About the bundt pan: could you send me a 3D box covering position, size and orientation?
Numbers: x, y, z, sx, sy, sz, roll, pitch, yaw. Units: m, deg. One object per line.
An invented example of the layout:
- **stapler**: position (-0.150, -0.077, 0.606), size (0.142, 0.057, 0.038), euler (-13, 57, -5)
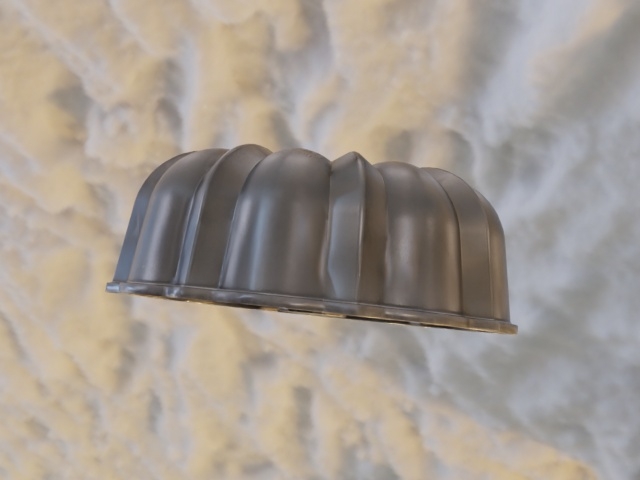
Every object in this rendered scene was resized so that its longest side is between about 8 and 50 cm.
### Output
- **bundt pan**: position (0.000, 0.000, 0.988), size (0.330, 0.124, 0.331), euler (6, 175, 1)
